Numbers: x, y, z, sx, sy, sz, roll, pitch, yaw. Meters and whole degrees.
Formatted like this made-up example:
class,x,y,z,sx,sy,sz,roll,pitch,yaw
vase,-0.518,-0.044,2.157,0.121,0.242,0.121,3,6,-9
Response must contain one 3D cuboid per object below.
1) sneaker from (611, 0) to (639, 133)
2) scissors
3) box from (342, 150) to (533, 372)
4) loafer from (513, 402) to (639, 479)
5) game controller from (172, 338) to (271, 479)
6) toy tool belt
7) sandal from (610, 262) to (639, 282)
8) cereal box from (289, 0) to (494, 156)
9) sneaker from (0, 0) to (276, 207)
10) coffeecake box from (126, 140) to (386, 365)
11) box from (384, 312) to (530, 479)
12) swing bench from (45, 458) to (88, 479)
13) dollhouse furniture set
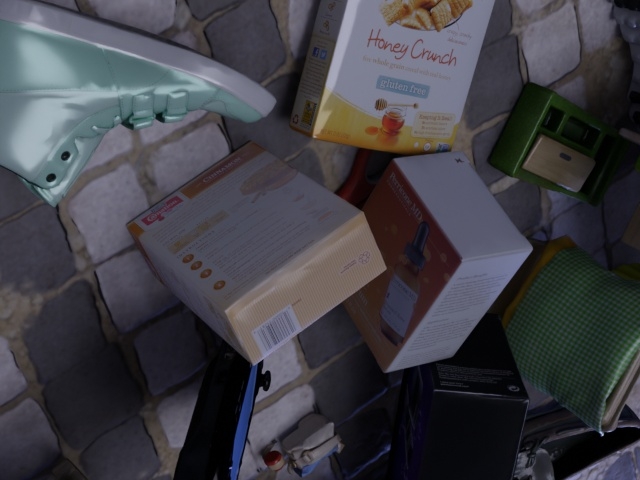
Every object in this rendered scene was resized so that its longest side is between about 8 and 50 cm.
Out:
class,x,y,z,sx,sy,sz,roll,pitch,yaw
sneaker,0.386,-0.234,1.369,0.118,0.110,0.292,-41,139,-22
scissors,0.000,0.000,1.253,0.297,0.021,0.109,-43,131,-10
box,0.098,0.020,1.223,0.091,0.130,0.170,-9,143,-36
loafer,0.275,0.259,1.549,0.267,0.084,0.096,-26,126,-23
game controller,-0.080,0.156,1.109,0.067,0.319,0.166,16,119,-4
toy tool belt,-0.015,0.224,1.341,0.083,0.052,0.051,-36,121,-15
sandal,0.448,0.110,1.578,0.317,0.126,0.138,8,113,-37
cereal box,0.077,-0.201,1.175,0.173,0.047,0.240,5,105,-38
sneaker,-0.166,-0.096,1.030,0.256,0.094,0.151,13,100,-30
coffeecake box,-0.059,0.005,1.102,0.142,0.185,0.068,-36,128,-16
box,0.134,0.227,1.352,0.103,0.184,0.261,7,113,-3
swing bench,-0.268,0.330,1.107,0.253,0.254,0.165,-40,99,-14
dollhouse furniture set,0.259,0.021,1.337,0.151,0.197,0.301,18,102,-42
